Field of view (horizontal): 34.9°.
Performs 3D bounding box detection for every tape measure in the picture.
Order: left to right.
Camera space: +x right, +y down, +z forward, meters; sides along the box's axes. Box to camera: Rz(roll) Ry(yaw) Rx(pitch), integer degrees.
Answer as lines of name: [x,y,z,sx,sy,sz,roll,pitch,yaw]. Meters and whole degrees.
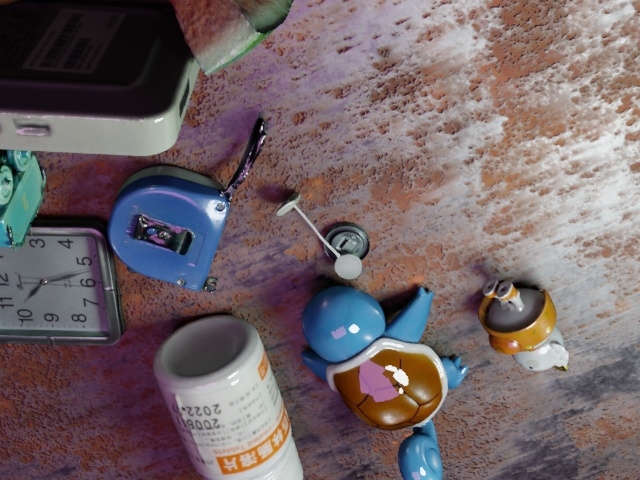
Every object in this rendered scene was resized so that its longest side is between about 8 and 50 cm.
tape measure: [-0.238,-0.077,1.749,0.215,0.098,0.351,17,121,-9]

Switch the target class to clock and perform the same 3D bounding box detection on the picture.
clock: [-0.512,0.077,1.893,0.279,0.049,0.273,2,123,3]
clock: [0.048,0.005,1.830,0.085,0.017,0.085,2,124,3]

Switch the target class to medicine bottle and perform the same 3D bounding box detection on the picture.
medicine bottle: [-0.169,0.344,1.955,0.211,0.211,0.371,-10,122,10]

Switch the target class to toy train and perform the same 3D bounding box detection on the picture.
toy train: [-0.542,-0.087,1.698,0.112,0.203,0.163,2,133,8]

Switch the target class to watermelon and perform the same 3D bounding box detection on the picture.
watermelon: [-0.167,-0.389,1.481,0.140,0.193,0.256,-32,102,23]

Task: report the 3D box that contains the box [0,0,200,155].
box: [-0.370,-0.252,1.473,0.373,0.367,0.090,4,125,0]

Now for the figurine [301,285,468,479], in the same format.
figurine: [0.115,0.257,1.903,0.298,0.243,0.416,-26,98,30]

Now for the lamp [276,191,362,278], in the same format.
lamp: [0.000,0.000,1.793,0.050,0.056,0.198,-35,108,23]

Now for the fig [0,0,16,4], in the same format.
fig: [-0.485,-0.388,1.494,0.160,0.230,0.143,9,166,-9]

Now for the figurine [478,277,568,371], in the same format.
figurine: [0.382,0.158,1.858,0.143,0.143,0.271,-37,134,24]
